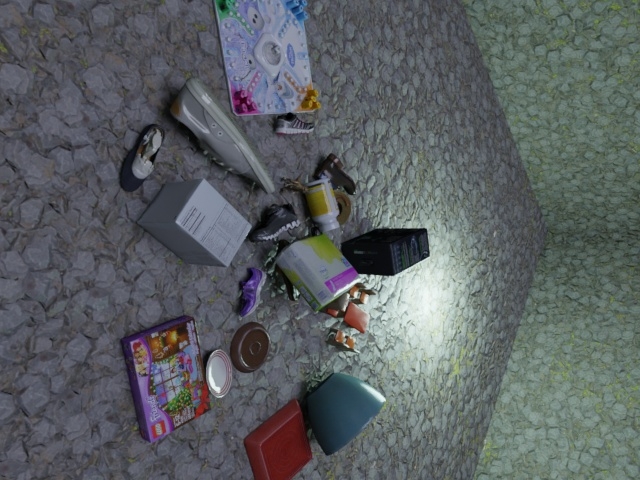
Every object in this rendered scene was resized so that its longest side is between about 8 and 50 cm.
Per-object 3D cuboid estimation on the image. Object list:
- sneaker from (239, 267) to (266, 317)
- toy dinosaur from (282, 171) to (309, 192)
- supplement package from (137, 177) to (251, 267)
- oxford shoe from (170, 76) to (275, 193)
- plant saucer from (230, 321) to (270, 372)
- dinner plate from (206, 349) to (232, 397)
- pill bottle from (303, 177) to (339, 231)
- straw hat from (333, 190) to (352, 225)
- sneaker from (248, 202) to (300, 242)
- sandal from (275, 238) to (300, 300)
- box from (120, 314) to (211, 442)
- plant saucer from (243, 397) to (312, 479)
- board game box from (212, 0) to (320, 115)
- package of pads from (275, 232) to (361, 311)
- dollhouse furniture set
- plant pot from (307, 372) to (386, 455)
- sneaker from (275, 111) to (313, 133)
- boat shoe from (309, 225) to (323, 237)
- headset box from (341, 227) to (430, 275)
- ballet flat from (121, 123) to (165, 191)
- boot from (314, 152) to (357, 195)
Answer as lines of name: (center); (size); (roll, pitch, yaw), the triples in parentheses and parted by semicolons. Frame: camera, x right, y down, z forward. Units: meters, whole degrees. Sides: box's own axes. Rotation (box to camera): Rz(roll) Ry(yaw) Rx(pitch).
sneaker: (-0.234, 0.167, 1.615); (0.071, 0.068, 0.169); (29, 61, -28)
toy dinosaur: (-0.087, -0.191, 1.745); (0.093, 0.183, 0.053); (4, 114, -10)
supplement package: (-0.344, -0.045, 1.377); (0.203, 0.194, 0.149); (48, 56, -38)
oxford shoe: (-0.284, -0.286, 1.500); (0.130, 0.169, 0.449); (-36, 136, 5)
plant saucer: (-0.222, 0.353, 1.645); (0.169, 0.029, 0.168); (0, 90, -48)
dinner plate: (-0.313, 0.406, 1.526); (0.141, 0.017, 0.141); (-9, 90, -71)
pill bottle: (0.009, -0.128, 1.813); (0.103, 0.103, 0.184); (-21, 96, -46)
straw hat: (0.051, -0.116, 1.905); (0.061, 0.145, 0.144); (98, -2, -85)
sneaker: (-0.162, -0.065, 1.669); (0.234, 0.078, 0.106); (-29, 109, -48)
sandal: (-0.120, 0.104, 1.722); (0.090, 0.060, 0.219); (2, 74, -65)
box: (-0.424, 0.380, 1.399); (0.201, 0.057, 0.293); (-18, 105, -46)
plant saucer: (-0.129, 0.730, 1.743); (0.259, 0.048, 0.258); (-27, 111, -44)
board game box: (-0.161, -0.624, 1.673); (0.390, 0.050, 0.389); (-19, 105, -46)
package of pads: (-0.003, 0.094, 1.699); (0.229, 0.101, 0.297); (51, 23, 8)
dollhouse furniture set: (0.111, 0.279, 1.929); (0.259, 0.135, 0.261); (37, 64, -42)
plant pot: (0.064, 0.600, 1.819); (0.195, 0.290, 0.290); (48, 48, 8)
sneaker: (-0.089, -0.410, 1.746); (0.171, 0.063, 0.074); (-15, 108, -42)
boat shoe: (0.000, 0.000, 1.873); (0.046, 0.038, 0.125); (-45, 122, -37)
headset box: (0.256, 0.042, 2.002); (0.283, 0.247, 0.131); (-21, 106, -47)
ballet flat: (-0.467, -0.224, 1.330); (0.074, 0.074, 0.203); (35, 66, -43)
boot: (0.057, -0.225, 1.925); (0.106, 0.082, 0.219); (-47, 131, -10)
